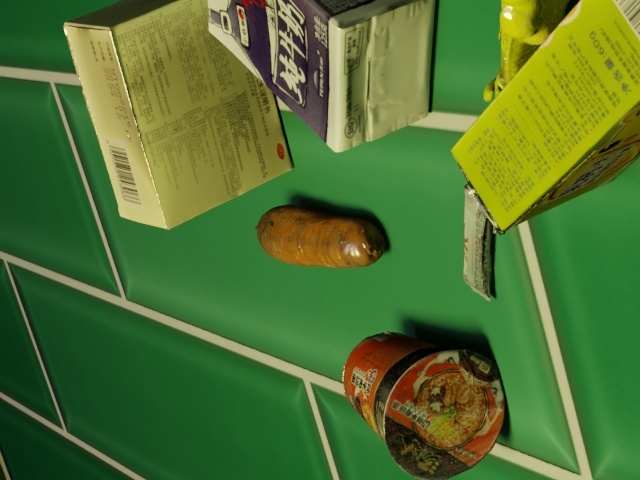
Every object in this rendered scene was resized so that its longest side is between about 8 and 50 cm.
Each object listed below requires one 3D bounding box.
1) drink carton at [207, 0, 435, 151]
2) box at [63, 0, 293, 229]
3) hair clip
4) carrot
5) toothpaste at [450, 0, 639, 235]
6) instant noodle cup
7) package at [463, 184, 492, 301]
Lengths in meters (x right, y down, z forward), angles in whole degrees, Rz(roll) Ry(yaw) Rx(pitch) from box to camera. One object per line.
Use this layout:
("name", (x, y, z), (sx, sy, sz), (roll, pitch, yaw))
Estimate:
("drink carton", (-0.005, -0.198, 1.428), (0.222, 0.102, 0.134), (46, 151, 38))
("box", (-0.137, -0.142, 1.644), (0.095, 0.168, 0.212), (16, 125, 53))
("hair clip", (0.149, -0.158, 1.196), (0.046, 0.072, 0.173), (41, 150, 25))
("carrot", (0.000, 0.000, 1.638), (0.186, 0.060, 0.060), (12, 123, 55))
("toothpaste", (0.201, -0.112, 1.091), (0.077, 0.110, 0.327), (59, 154, 10))
("instant noodle cup", (0.086, 0.143, 1.541), (0.136, 0.127, 0.127), (29, 137, 63))
("package", (0.135, 0.004, 1.427), (0.037, 0.015, 0.110), (41, 144, 43))
